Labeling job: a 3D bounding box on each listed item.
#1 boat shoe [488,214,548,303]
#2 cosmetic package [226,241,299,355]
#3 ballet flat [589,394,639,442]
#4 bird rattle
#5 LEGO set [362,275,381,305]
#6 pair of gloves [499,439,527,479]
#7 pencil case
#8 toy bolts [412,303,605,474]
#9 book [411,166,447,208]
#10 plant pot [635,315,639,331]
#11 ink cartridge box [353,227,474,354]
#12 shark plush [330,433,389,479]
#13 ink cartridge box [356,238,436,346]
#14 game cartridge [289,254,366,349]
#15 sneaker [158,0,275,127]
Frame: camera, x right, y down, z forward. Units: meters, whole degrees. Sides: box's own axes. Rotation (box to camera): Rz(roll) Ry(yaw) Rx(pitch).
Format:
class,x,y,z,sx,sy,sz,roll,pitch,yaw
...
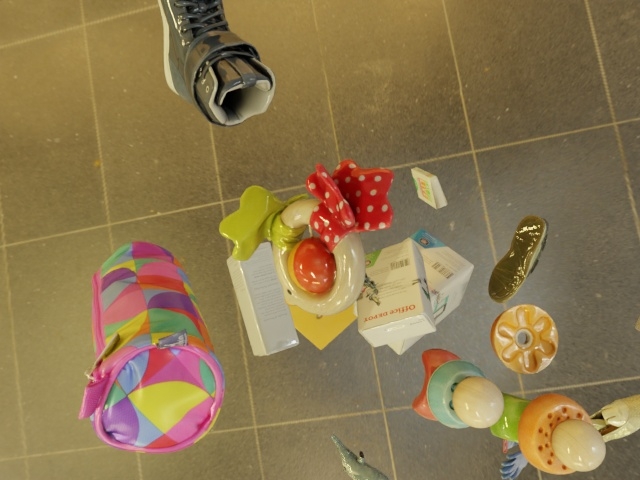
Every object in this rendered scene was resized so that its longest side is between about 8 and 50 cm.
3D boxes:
class,x,y,z,sx,sy,sz,roll,pitch,yaw
boat shoe,0.470,0.048,1.167,0.080,0.073,0.223,39,117,46
cosmetic package,-0.129,0.130,1.099,0.086,0.117,0.231,-16,85,-23
ballet flat,0.507,0.324,0.886,0.052,0.057,0.168,22,125,-18
bird rattle,0.000,0.000,0.690,0.254,0.143,0.206,-6,100,38
LEGO set,0.072,0.066,0.752,0.054,0.083,0.023,39,79,24
pair of gloves,0.587,0.608,1.481,0.159,0.023,0.198,-18,110,-32
pencil case,-0.154,0.079,0.443,0.105,0.236,0.104,-7,109,-21
toy bolts,0.254,0.189,0.663,0.229,0.158,0.218,9,83,-8
book,0.316,-0.158,1.473,0.035,0.144,0.096,-23,110,-4
plant pot,0.665,0.138,0.927,0.109,0.109,0.096,13,95,22
ink cartridge box,0.259,0.143,1.437,0.270,0.197,0.198,-32,55,-27
shark plush,0.090,0.515,1.173,0.161,0.073,0.067,51,128,25
ink cartridge box,0.172,0.125,1.188,0.160,0.092,0.219,-20,45,21
game cartridge,0.045,0.177,1.617,0.324,0.285,0.053,-43,44,-4
sneaker,-0.111,-0.226,0.507,0.086,0.226,0.163,-22,46,-24
